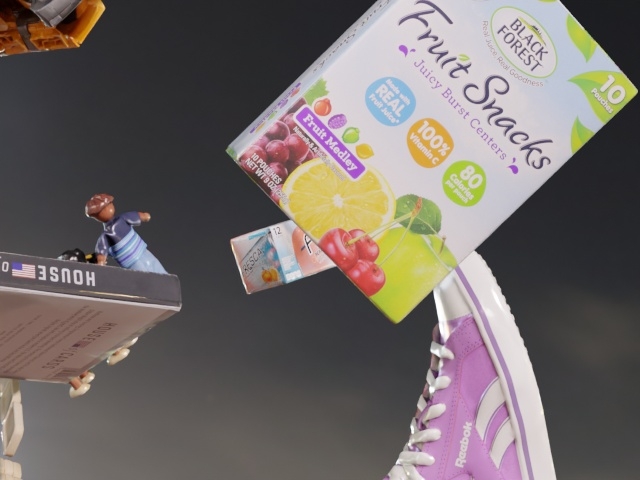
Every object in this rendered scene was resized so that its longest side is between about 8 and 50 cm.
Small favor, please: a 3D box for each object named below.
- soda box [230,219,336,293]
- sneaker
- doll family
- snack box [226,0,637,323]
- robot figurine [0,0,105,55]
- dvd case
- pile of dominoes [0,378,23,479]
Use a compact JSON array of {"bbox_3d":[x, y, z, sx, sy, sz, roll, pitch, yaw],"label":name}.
[{"bbox_3d":[0.000,0.000,1.659,0.063,0.058,0.183,-16,2,45],"label":"soda box"},{"bbox_3d":[0.090,0.154,1.277,0.161,0.282,0.102,-13,0,-2],"label":"sneaker"},{"bbox_3d":[-0.201,0.041,1.468,0.076,0.193,0.111,-26,-68,30],"label":"doll family"},{"bbox_3d":[0.045,-0.050,0.695,0.100,0.141,0.037,46,1,-15],"label":"snack box"},{"bbox_3d":[-0.190,-0.242,1.194,0.211,0.291,0.085,0,-33,34],"label":"robot figurine"},{"bbox_3d":[-0.235,0.047,1.068,0.239,0.029,0.179,8,-23,-32],"label":"dvd case"},{"bbox_3d":[-0.295,0.212,1.503,0.040,0.196,0.251,20,14,-18],"label":"pile of dominoes"}]
